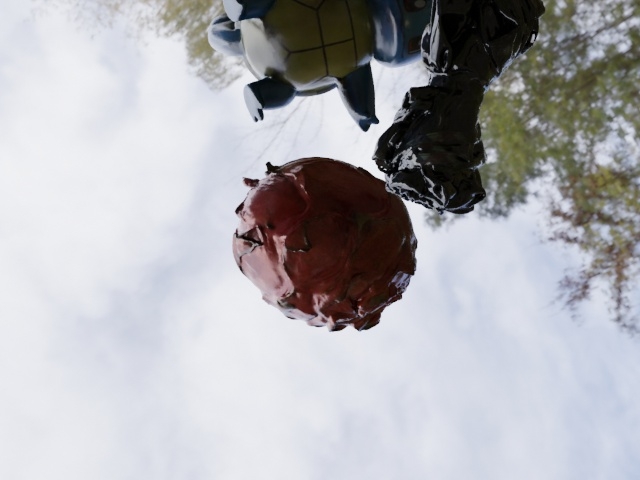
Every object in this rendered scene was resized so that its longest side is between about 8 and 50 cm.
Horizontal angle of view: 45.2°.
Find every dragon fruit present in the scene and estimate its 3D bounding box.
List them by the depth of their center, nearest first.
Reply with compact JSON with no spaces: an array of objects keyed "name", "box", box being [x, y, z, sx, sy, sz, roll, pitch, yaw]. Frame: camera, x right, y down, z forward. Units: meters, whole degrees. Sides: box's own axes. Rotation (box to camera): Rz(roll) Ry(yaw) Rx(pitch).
[{"name":"dragon fruit","box":[0.008,0.005,1.024,0.241,0.241,0.252,-11,-148,-44]}]

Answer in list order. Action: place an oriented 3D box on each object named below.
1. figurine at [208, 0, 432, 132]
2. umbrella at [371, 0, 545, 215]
[{"name":"figurine","box":[-0.016,-0.318,1.225,0.243,0.416,0.298,-52,-42,-58]},{"name":"umbrella","box":[0.137,-0.162,0.742,0.122,0.110,0.272,20,-87,-9]}]
